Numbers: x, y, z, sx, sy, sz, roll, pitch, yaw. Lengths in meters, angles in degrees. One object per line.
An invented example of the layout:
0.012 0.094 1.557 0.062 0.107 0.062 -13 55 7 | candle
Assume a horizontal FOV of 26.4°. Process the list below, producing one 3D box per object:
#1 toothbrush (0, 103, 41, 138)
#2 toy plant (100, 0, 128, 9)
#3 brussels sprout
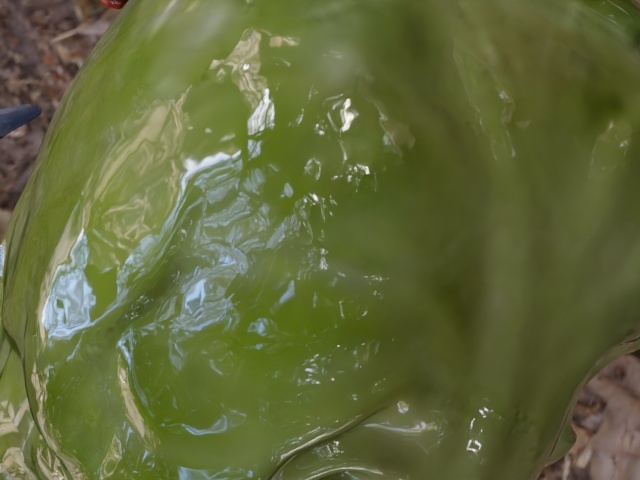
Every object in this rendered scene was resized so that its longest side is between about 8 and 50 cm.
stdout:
-0.428 -0.062 1.245 0.035 0.413 0.042 24 126 38 | toothbrush
-0.090 -0.162 1.042 0.154 0.240 0.088 6 73 -2 | toy plant
0.000 0.000 0.553 0.247 0.328 0.328 22 117 -8 | brussels sprout
